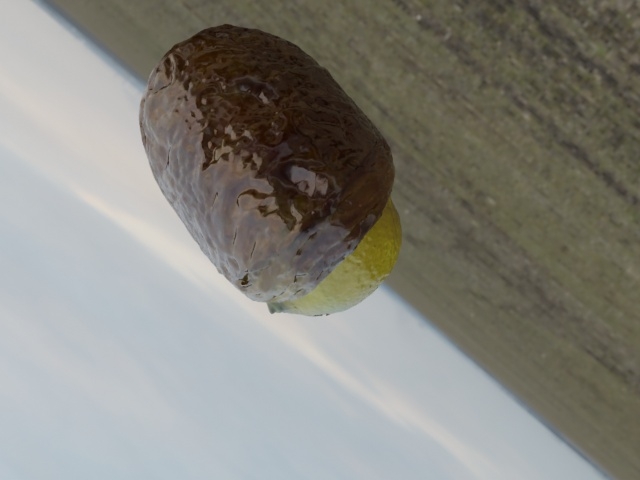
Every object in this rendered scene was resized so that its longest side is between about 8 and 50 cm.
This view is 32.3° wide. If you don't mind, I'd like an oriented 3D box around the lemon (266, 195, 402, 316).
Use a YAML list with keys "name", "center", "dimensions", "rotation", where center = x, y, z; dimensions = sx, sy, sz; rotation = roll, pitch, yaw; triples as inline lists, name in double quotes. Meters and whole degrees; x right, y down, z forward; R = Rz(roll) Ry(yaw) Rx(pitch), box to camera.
- name: "lemon"
  center: [0.008, -0.005, 1.671]
  dimensions: [0.228, 0.253, 0.228]
  rotation: [56, -174, -9]

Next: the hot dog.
- name: "hot dog"
  center: [-0.072, -0.097, 1.341]
  dimensions: [0.387, 0.267, 0.174]
  rotation: [52, -174, 34]
